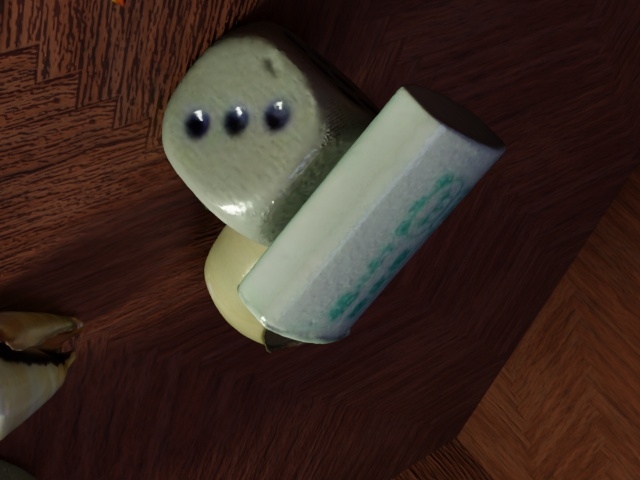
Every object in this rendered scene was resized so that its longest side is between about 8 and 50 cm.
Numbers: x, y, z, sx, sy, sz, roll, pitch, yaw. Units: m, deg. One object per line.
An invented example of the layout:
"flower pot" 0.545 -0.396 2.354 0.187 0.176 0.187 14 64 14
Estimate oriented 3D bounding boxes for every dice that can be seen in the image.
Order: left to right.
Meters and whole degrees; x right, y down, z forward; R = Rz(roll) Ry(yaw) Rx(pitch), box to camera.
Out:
"dice" -0.045 -0.114 1.221 0.192 0.193 0.194 -46 154 13

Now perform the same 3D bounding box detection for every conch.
"conch" -0.382 0.149 1.291 0.255 0.127 0.158 -31 134 -78

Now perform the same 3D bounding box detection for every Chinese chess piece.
"Chinese chess piece" 0.000 0.000 1.497 0.338 0.140 0.338 -40 164 -14

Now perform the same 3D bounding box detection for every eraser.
"eraser" 0.055 -0.023 1.165 0.290 0.104 0.189 -50 151 18

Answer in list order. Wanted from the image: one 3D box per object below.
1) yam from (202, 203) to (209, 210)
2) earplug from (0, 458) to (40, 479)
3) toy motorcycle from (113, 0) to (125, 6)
"yam" -0.108 -0.069 1.386 0.094 0.043 0.043 -19 148 -38
"earplug" -0.518 0.531 1.472 0.394 0.312 0.312 -41 156 3
"toy motorcycle" -0.169 -0.298 0.848 0.171 0.089 0.298 -41 157 1
